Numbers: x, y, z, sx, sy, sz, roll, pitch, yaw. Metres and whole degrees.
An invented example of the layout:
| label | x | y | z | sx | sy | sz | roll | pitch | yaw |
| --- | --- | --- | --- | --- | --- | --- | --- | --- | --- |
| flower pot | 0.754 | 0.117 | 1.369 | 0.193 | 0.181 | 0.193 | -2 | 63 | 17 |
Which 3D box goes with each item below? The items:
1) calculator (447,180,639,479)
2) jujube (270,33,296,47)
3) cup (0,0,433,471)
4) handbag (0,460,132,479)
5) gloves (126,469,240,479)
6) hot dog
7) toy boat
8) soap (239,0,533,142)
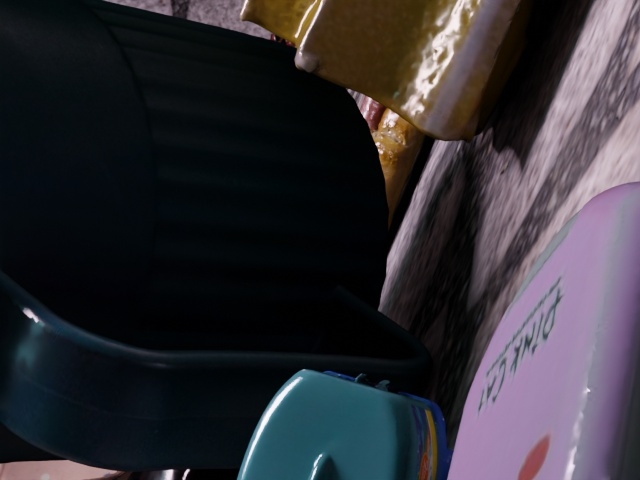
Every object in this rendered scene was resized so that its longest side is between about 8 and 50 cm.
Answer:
| label | x | y | z | sx | sy | sz | roll | pitch | yaw |
| --- | --- | --- | --- | --- | --- | --- | --- | --- | --- |
| calculator | 0.059 | 0.098 | 0.512 | 0.141 | 0.045 | 0.246 | 119 | 169 | -57 |
| jujube | 0.011 | -0.197 | 1.778 | 0.166 | 0.104 | 0.104 | -123 | 53 | -69 |
| cup | -0.119 | -0.009 | 0.951 | 0.308 | 0.292 | 0.242 | -7 | 80 | 45 |
| handbag | -0.169 | 0.202 | 1.527 | 0.190 | 0.193 | 0.252 | 111 | 177 | -47 |
| gloves | -0.063 | 0.161 | 1.143 | 0.164 | 0.124 | 0.203 | -154 | 77 | -66 |
| hot dog | 0.045 | -0.071 | 1.220 | 0.066 | 0.047 | 0.216 | -111 | 42 | -77 |
| toy boat | 0.009 | 0.140 | 0.745 | 0.110 | 0.091 | 0.175 | 27 | -101 | -62 |
| soap | 0.078 | -0.202 | 0.977 | 0.281 | 0.143 | 0.259 | -63 | 6 | 10 |
